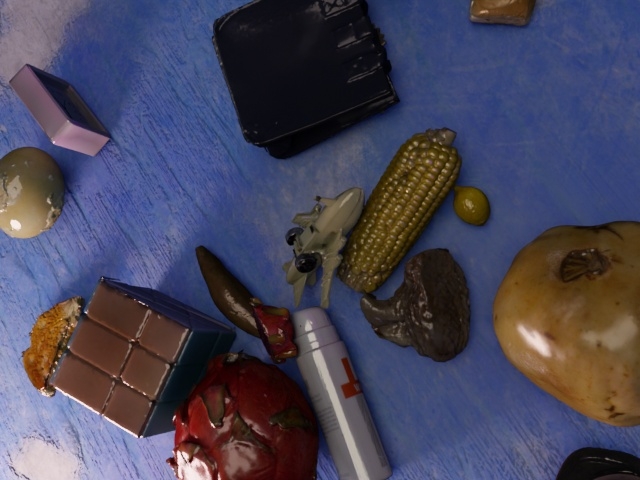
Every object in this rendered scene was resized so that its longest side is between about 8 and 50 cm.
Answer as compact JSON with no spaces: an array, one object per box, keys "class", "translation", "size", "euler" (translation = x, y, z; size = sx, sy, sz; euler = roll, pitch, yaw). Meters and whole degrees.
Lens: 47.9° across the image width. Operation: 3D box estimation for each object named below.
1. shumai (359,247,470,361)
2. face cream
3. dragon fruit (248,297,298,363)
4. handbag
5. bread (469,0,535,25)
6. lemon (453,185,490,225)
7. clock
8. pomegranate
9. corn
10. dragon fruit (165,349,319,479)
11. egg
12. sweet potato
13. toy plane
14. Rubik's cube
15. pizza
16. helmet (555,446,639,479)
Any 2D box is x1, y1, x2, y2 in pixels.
[{"class":"shumai","translation":[0.171,0.119,1.313],"size":[0.175,0.166,0.206],"euler":[-9,78,39]},{"class":"face cream","translation":[0.029,0.286,1.347],"size":[0.102,0.102,0.346],"euler":[-23,78,13]},{"class":"dragon fruit","translation":[-0.082,0.164,1.346],"size":[0.068,0.112,0.126],"euler":[-21,75,-14]},{"class":"handbag","translation":[-0.023,-0.353,1.436],"size":[0.329,0.122,0.303],"euler":[-22,76,14]},{"class":"bread","translation":[0.346,-0.464,1.356],"size":[0.125,0.082,0.106],"euler":[11,80,15]},{"class":"lemon","translation":[0.278,-0.067,1.335],"size":[0.065,0.065,0.092],"euler":[-38,76,9]},{"class":"clock","translation":[-0.568,-0.285,1.581],"size":[0.063,0.150,0.197],"euler":[-43,73,11]},{"class":"pomegranate","translation":[0.441,0.128,1.132],"size":[0.332,0.332,0.333],"euler":[-2,82,17]},{"class":"corn","translation":[0.148,-0.057,1.338],"size":[0.130,0.130,0.347],"euler":[33,99,18]},{"class":"dragon fruit","translation":[-0.134,0.371,1.302],"size":[0.277,0.277,0.343],"euler":[6,76,18]},{"class":"egg","translation":[-0.644,-0.105,1.579],"size":[0.164,0.164,0.202],"euler":[8,90,18]},{"class":"sweet potato","translation":[-0.186,0.109,1.452],"size":[0.243,0.077,0.077],"euler":[43,96,19]},{"class":"toy plane","translation":[0.000,0.000,1.344],"size":[0.256,0.104,0.242],"euler":[-64,30,34]},{"class":"Rubik's cube","translation":[-0.336,0.224,1.402],"size":[0.221,0.231,0.225],"euler":[25,89,18]},{"class":"pizza","translation":[-0.570,0.220,1.563],"size":[0.147,0.069,0.226],"euler":[12,83,40]},{"class":"helmet","translation":[0.499,0.463,1.152],"size":[0.253,0.154,0.198],"euler":[15,52,27]}]
